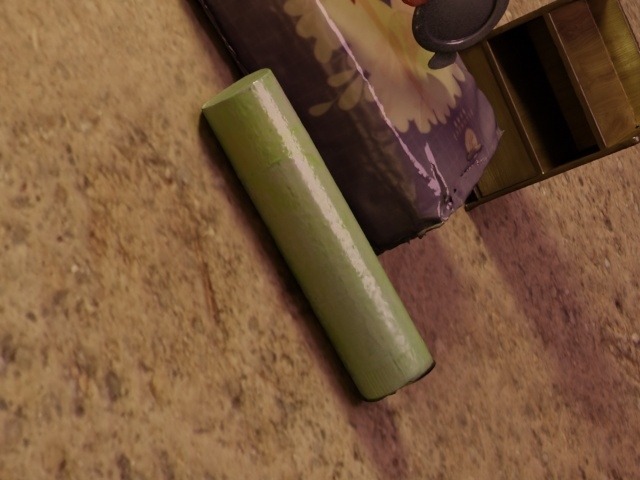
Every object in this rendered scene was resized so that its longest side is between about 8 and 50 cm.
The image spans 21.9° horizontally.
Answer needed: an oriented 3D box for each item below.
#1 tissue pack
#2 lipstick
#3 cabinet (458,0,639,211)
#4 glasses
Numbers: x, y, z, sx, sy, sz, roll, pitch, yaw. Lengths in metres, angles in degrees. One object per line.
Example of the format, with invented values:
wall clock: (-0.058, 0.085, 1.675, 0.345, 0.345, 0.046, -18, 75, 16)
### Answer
tissue pack: (0.024, -0.181, 1.553, 0.343, 0.125, 0.242, 58, 30, -11)
lipstick: (0.000, 0.000, 1.428, 0.304, 0.076, 0.076, 61, 28, -12)
cabinet: (0.236, -0.157, 1.811, 0.148, 0.215, 0.174, -28, 95, -61)
glasses: (0.049, -0.304, 1.522, 0.234, 0.118, 0.268, 31, 24, -41)
